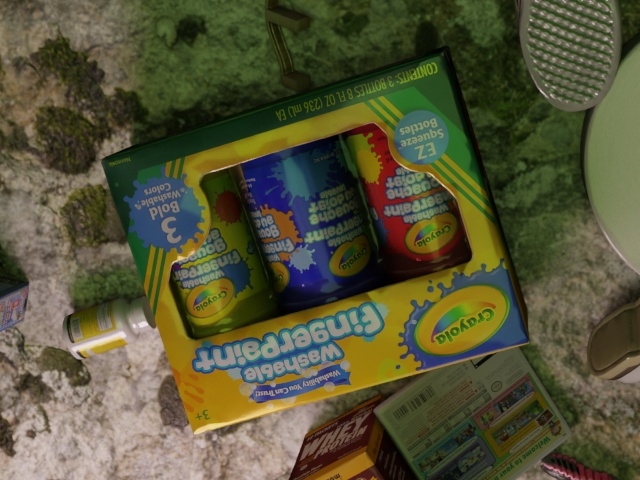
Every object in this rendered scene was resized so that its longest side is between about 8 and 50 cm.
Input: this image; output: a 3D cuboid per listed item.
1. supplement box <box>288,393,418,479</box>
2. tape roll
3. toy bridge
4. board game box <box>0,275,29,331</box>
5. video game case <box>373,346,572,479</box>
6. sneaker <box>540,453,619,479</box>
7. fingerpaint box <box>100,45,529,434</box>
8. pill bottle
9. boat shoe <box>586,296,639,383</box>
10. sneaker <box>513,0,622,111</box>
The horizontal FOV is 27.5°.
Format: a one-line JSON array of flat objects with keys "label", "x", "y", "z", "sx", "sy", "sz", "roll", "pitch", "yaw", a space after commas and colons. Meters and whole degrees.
[{"label": "supplement box", "x": 0.069, "y": 0.343, "z": 1.730, "sx": 0.129, "sy": 0.191, "sz": 0.194, "roll": -30, "pitch": 100, "yaw": 16}, {"label": "tape roll", "x": 0.520, "y": -0.110, "z": 1.625, "sx": 0.392, "sy": 0.072, "sz": 0.392, "roll": 2, "pitch": 106, "yaw": 6}, {"label": "toy bridge", "x": -0.042, "y": -0.279, "z": 1.642, "sx": 0.063, "sy": 0.026, "sz": 0.188, "roll": 27, "pitch": 129, "yaw": 39}, {"label": "board game box", "x": -0.509, "y": 0.090, "z": 1.721, "sx": 0.194, "sy": 0.194, "sz": 0.060, "roll": 13, "pitch": 106, "yaw": 2}, {"label": "video game case", "x": 0.204, "y": 0.241, "z": 1.732, "sx": 0.212, "sy": 0.023, "sz": 0.193, "roll": -35, "pitch": 100, "yaw": -14}, {"label": "sneaker", "x": 0.350, "y": 0.334, "z": 1.781, "sx": 0.119, "sy": 0.047, "sz": 0.057, "roll": 24, "pitch": 118, "yaw": 0}, {"label": "fingerpaint box", "x": 0.000, "y": 0.000, "z": 1.647, "sx": 0.445, "sy": 0.163, "sz": 0.371, "roll": -16, "pitch": 99, "yaw": 10}, {"label": "pill bottle", "x": -0.284, "y": 0.115, "z": 1.772, "sx": 0.116, "sy": 0.065, "sz": 0.065, "roll": -18, "pitch": 103, "yaw": 11}, {"label": "boat shoe", "x": 0.452, "y": 0.105, "z": 1.609, "sx": 0.103, "sy": 0.302, "sz": 0.113, "roll": 12, "pitch": 69, "yaw": -19}, {"label": "sneaker", "x": 0.284, "y": -0.321, "z": 1.566, "sx": 0.126, "sy": 0.127, "sz": 0.321, "roll": -11, "pitch": 111, "yaw": 11}]
